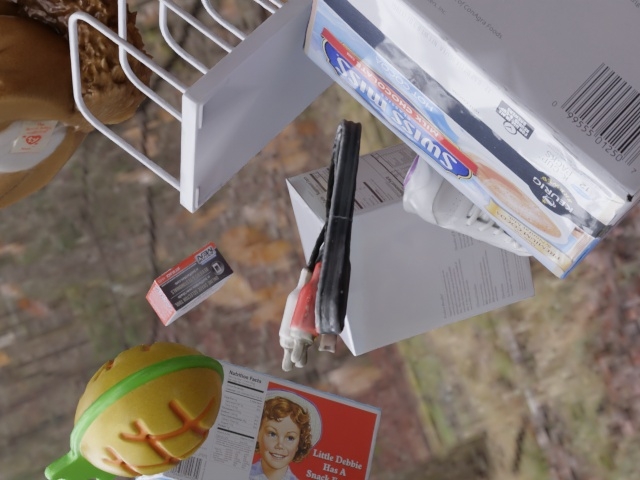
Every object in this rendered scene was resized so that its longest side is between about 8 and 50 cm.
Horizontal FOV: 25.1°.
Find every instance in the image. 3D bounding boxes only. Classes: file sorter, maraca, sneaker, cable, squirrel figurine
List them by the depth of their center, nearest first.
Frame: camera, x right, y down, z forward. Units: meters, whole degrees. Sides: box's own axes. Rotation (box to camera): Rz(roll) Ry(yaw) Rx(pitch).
[{"bbox_3d":[-0.152,0.151,1.183,0.127,0.185,0.099,4,-131,-44],"label":"maraca"},{"bbox_3d":[-0.097,-0.212,1.459,0.173,0.278,0.193,38,153,15],"label":"file sorter"},{"bbox_3d":[0.000,0.000,1.560,0.139,0.072,0.287,101,174,-82],"label":"cable"},{"bbox_3d":[0.204,-0.051,1.636,0.152,0.114,0.305,30,-170,31],"label":"sneaker"},{"bbox_3d":[-0.452,-0.303,2.097,0.370,0.397,0.281,62,177,25],"label":"squirrel figurine"}]

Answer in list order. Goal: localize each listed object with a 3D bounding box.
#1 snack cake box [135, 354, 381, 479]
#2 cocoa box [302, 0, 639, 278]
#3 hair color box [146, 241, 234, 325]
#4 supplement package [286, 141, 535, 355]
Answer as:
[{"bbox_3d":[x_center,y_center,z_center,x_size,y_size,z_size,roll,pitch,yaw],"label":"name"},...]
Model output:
[{"bbox_3d":[-0.070,0.242,1.710,0.089,0.264,0.152,-25,49,60],"label":"snack cake box"},{"bbox_3d":[0.188,-0.181,1.303,0.347,0.231,0.228,42,162,8],"label":"cocoa box"},{"bbox_3d":[-0.173,0.058,1.880,0.053,0.093,0.167,55,165,1],"label":"hair color box"},{"bbox_3d":[0.120,-0.006,1.943,0.198,0.263,0.199,-128,23,-63],"label":"supplement package"}]
